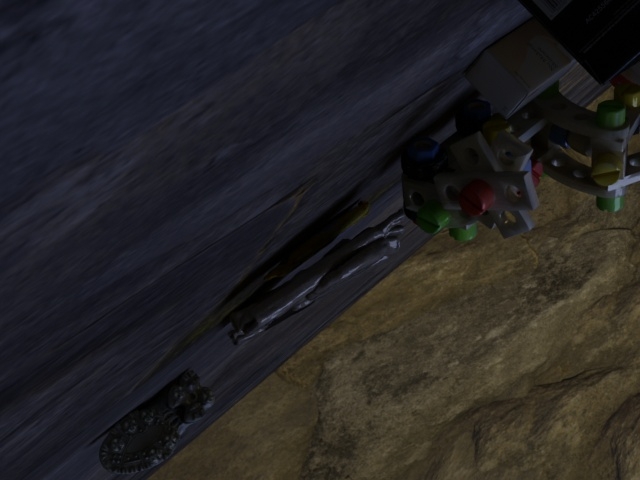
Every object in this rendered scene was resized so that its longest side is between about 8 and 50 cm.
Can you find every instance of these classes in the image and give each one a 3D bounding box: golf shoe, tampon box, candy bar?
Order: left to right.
[{"bbox_3d":[-0.201,0.229,1.300,0.176,0.069,0.086,-34,176,-47],"label":"golf shoe"},{"bbox_3d":[0.000,0.000,1.164,0.161,0.018,0.040,-37,175,-42],"label":"candy bar"},{"bbox_3d":[0.252,-0.210,0.888,0.120,0.101,0.161,-45,174,28],"label":"tampon box"}]

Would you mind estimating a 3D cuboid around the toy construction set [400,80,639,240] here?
[{"bbox_3d":[0.209,-0.073,1.114,0.328,0.215,0.151,-22,124,-46],"label":"toy construction set"}]

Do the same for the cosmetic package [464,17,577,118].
[{"bbox_3d":[0.193,-0.166,1.024,0.115,0.060,0.041,-38,171,-41],"label":"cosmetic package"}]

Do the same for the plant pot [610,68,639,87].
[{"bbox_3d":[0.441,-0.250,1.372,0.191,0.191,0.174,-45,169,25],"label":"plant pot"}]

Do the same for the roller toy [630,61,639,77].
[{"bbox_3d":[0.401,-0.244,1.154,0.146,0.191,0.209,-43,173,-1],"label":"roller toy"}]

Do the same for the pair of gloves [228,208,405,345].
[{"bbox_3d":[-0.009,0.043,1.177,0.204,0.042,0.240,-29,175,-13],"label":"pair of gloves"}]
